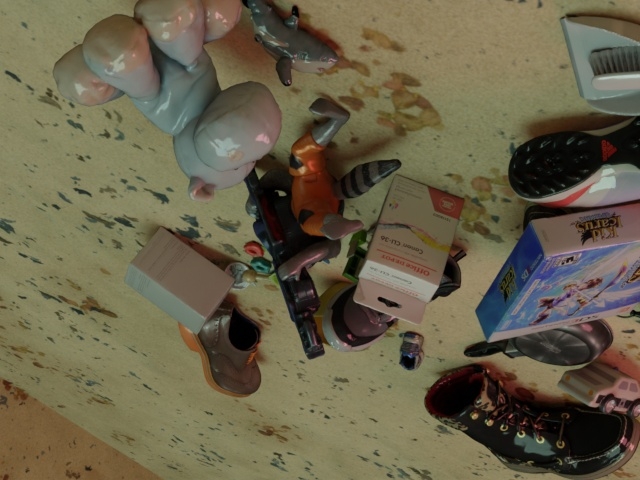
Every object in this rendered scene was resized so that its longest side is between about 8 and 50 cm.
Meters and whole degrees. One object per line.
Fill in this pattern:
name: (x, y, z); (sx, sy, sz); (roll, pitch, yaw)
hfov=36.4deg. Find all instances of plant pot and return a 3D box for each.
plant pot: (0.044, 0.135, 1.828); (0.134, 0.095, 0.134); (16, 151, 9)

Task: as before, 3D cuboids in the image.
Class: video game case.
video game case: (0.370, 0.043, 1.358); (0.244, 0.061, 0.269); (-11, 153, -14)

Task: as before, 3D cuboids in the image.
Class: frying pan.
frying pan: (0.360, 0.173, 1.749); (0.326, 0.053, 0.197); (-7, 141, 36)

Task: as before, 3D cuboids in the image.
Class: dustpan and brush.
dustpan and brush: (0.378, -0.185, 1.085); (0.211, 0.060, 0.147); (3, 148, 29)

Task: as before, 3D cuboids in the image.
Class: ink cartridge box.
ink cartridge box: (0.131, 0.014, 1.449); (0.115, 0.198, 0.067); (20, 152, 0)

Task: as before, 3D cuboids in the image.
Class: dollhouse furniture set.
dollhouse furniture set: (0.093, 0.022, 1.635); (0.076, 0.059, 0.151); (30, 150, -19)

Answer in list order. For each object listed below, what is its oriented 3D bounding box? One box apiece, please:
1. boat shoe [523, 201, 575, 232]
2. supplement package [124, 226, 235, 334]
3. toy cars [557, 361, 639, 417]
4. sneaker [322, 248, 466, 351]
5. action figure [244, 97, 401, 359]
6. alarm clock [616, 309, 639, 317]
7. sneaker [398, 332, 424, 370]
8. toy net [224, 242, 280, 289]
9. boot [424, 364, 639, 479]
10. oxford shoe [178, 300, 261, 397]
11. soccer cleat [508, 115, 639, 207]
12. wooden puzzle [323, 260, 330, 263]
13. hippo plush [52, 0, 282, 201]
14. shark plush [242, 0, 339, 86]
boat shoe: (0.343, 0.020, 1.453); (0.080, 0.073, 0.223); (6, 151, 20)
supplement package: (-0.274, 0.079, 1.886); (0.179, 0.105, 0.105); (36, 150, 0)
toy cars: (0.613, 0.294, 1.744); (0.393, 0.087, 0.176); (22, -172, -1)
sneaker: (0.124, 0.080, 1.551); (0.101, 0.268, 0.153); (58, 139, 4)
action figure: (0.006, -0.010, 1.469); (0.178, 0.341, 0.330); (-15, 167, -17)
alarm clock: (0.551, 0.130, 1.532); (0.192, 0.064, 0.129); (13, 151, 19)
sneaker: (0.177, 0.237, 1.961); (0.052, 0.058, 0.135); (12, 152, 14)
toy net: (-0.128, 0.061, 1.861); (0.122, 0.045, 0.232); (37, 148, -30)
boot: (0.414, 0.360, 1.955); (0.284, 0.138, 0.377); (33, 155, -23)
oxford shoe: (-0.188, 0.248, 2.150); (0.132, 0.130, 0.364); (1, 147, 21)
soccer cleat: (0.398, -0.098, 1.209); (0.318, 0.109, 0.116); (-9, 165, 36)
wooden puzzle: (0.000, 0.000, 1.707); (0.078, 0.014, 0.116); (25, 152, 0)
hippo plush: (-0.183, -0.163, 1.230); (0.294, 0.234, 0.237); (-28, 94, 52)
shark plush: (-0.047, -0.276, 1.242); (0.067, 0.073, 0.161); (-27, 108, 29)
